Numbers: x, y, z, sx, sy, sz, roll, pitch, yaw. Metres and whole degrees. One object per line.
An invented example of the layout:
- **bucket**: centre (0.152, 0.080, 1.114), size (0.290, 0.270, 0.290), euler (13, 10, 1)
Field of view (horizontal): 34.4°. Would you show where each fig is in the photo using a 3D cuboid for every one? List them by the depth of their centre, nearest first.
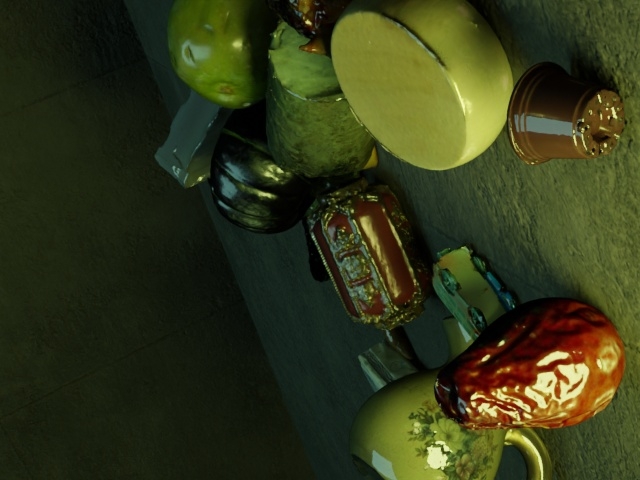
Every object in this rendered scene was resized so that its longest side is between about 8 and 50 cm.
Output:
- **fig**: centre (-0.162, -0.388, 1.764), size (0.233, 0.233, 0.314), euler (125, 128, -75)

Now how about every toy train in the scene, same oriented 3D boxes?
- **toy train**: centre (0.242, 0.091, 1.582), size (0.188, 0.072, 0.099), euler (54, 169, 34)

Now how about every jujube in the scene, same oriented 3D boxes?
- **jujube**: centre (0.261, 0.163, 1.292), size (0.168, 0.236, 0.168), euler (163, 90, -76)

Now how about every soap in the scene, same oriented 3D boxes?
- **soap**: centre (-0.273, -0.296, 2.398), size (0.159, 0.258, 0.302), euler (53, 162, 43)

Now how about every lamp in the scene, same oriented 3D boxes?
- **lamp**: centre (0.090, 0.023, 1.834), size (0.274, 0.177, 0.177), euler (64, 167, -7)

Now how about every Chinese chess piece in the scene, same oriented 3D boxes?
- **Chinese chess piece**: centre (0.125, -0.207, 1.292), size (0.251, 0.097, 0.251), euler (39, 155, 23)

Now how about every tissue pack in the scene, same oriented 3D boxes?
- **tissue pack**: centre (0.175, 0.319, 2.177), size (0.196, 0.092, 0.148), euler (48, 167, 54)

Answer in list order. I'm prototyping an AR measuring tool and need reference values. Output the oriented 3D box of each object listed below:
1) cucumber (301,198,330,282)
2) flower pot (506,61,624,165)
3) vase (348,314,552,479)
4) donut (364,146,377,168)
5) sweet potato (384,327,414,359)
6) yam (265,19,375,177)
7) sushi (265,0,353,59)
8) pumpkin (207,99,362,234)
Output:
- **cucumber**: centre (0.000, 0.000, 2.309), size (0.303, 0.081, 0.072), euler (74, -153, -51)
- **flower pot**: centre (0.262, -0.127, 1.075), size (0.089, 0.111, 0.111), euler (19, 136, 50)
- **vase**: centre (0.237, 0.328, 1.681), size (0.329, 0.302, 0.241), euler (45, 165, 2)
- **donut**: centre (0.062, -0.171, 1.837), size (0.097, 0.043, 0.108), euler (42, 159, 58)
- **sweet potato**: centre (0.144, 0.173, 2.162), size (0.179, 0.044, 0.044), euler (60, 166, 11)
- **yam**: centre (0.004, -0.227, 1.645), size (0.195, 0.195, 0.300), euler (59, 165, 20)
- **sushi**: centre (-0.008, -0.403, 1.354), size (0.182, 0.196, 0.343), euler (-122, 14, -53)
- **pumpkin**: centre (-0.064, -0.135, 1.930), size (0.296, 0.296, 0.296), euler (58, 165, 25)
